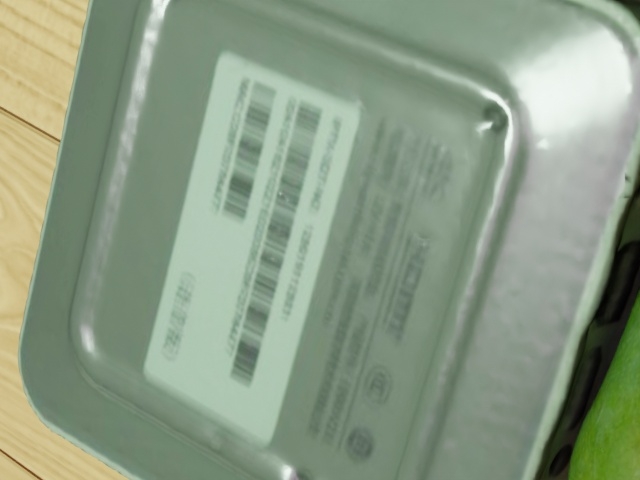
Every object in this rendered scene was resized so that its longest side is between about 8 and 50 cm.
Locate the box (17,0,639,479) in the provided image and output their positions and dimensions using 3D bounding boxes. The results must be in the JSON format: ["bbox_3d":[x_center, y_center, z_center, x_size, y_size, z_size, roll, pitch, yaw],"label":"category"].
[{"bbox_3d":[0.000,-0.001,0.915,0.396,0.111,0.396,25,110,31],"label":"box"}]

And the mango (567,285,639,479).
[{"bbox_3d":[0.216,0.102,0.789,0.156,0.114,0.251,16,92,42],"label":"mango"}]
